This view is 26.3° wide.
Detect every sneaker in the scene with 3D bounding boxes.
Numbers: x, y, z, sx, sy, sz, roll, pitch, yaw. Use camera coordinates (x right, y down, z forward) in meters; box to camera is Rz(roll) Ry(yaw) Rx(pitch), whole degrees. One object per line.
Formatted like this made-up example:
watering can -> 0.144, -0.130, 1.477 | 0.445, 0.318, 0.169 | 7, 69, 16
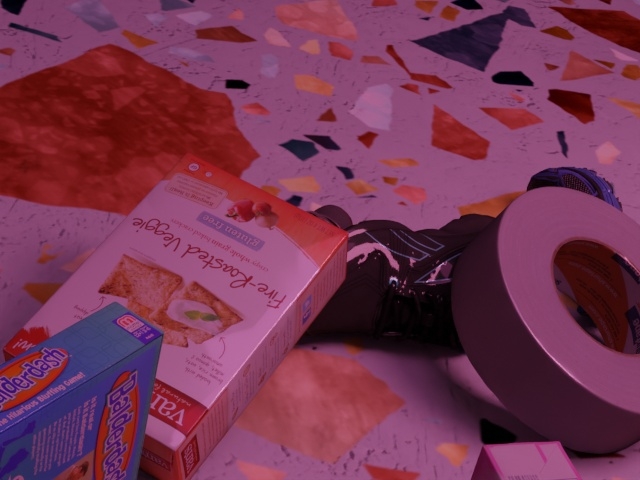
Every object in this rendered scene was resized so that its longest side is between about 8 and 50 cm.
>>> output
sneaker -> 0.000, 0.000, 1.225 | 0.061, 0.065, 0.158 | 19, 33, 7
sneaker -> 0.089, 0.040, 1.169 | 0.267, 0.101, 0.106 | -12, 44, -34
sneaker -> 0.249, -0.002, 1.316 | 0.087, 0.083, 0.221 | -5, 35, -19

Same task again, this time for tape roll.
tape roll -> 0.216, 0.064, 1.134 | 0.219, 0.072, 0.219 | 20, 46, -23

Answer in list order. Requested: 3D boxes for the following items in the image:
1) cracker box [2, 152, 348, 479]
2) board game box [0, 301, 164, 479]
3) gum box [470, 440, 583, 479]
cracker box -> -0.103, 0.054, 1.034 | 0.155, 0.067, 0.232 | 26, 56, 18
board game box -> -0.190, 0.148, 0.838 | 0.047, 0.160, 0.210 | 30, 35, 24
gum box -> 0.149, 0.228, 0.897 | 0.062, 0.107, 0.188 | 1, 35, -20
